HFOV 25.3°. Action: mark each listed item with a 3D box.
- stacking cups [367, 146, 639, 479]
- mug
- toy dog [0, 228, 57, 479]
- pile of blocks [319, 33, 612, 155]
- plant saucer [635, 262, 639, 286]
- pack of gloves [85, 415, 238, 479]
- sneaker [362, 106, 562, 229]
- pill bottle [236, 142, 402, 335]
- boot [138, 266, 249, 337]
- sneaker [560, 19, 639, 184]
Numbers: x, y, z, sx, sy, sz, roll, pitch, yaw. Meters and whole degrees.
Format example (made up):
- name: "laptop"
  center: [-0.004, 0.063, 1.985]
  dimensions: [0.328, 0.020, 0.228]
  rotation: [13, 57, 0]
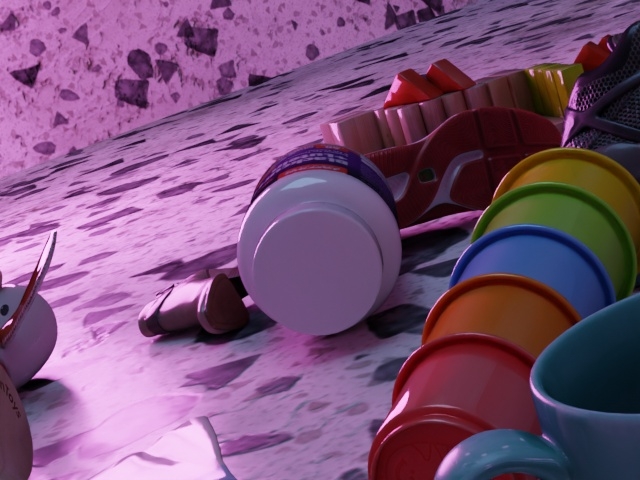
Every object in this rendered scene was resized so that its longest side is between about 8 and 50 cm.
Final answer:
- name: "stacking cups"
  center: [0.088, 0.041, 0.680]
  dimensions: [0.096, 0.096, 0.316]
  rotation: [-12, 14, 25]
- name: "mug"
  center: [0.128, 0.073, 0.441]
  dimensions: [0.157, 0.097, 0.129]
  rotation: [-12, 13, 28]
- name: "toy dog"
  center: [-0.261, 0.062, 0.909]
  dimensions: [0.220, 0.161, 0.333]
  rotation: [-20, 12, -14]
- name: "pile of blocks"
  center: [0.138, -0.108, 1.256]
  dimensions: [0.362, 0.113, 0.149]
  rotation: [-15, 11, 12]
- name: "plant saucer"
  center: [0.201, 0.010, 0.842]
  dimensions: [0.192, 0.018, 0.067]
  rotation: [-10, 13, 27]
- name: "pack of gloves"
  center: [-0.108, 0.159, 0.572]
  dimensions: [0.195, 0.046, 0.232]
  rotation: [-30, 10, -7]
- name: "sneaker"
  center: [0.079, -0.050, 1.145]
  dimensions: [0.221, 0.087, 0.128]
  rotation: [-11, 0, -24]
- name: "pill bottle"
  center: [0.000, 0.000, 0.951]
  dimensions: [0.108, 0.108, 0.193]
  rotation: [-16, 11, 4]
- name: "boot"
  center: [-0.095, 0.051, 1.042]
  dimensions: [0.087, 0.042, 0.118]
  rotation: [-20, 9, 21]
- name: "sneaker"
  center: [0.268, -0.098, 0.952]
  dimensions: [0.227, 0.130, 0.087]
  rotation: [-12, -21, 28]
